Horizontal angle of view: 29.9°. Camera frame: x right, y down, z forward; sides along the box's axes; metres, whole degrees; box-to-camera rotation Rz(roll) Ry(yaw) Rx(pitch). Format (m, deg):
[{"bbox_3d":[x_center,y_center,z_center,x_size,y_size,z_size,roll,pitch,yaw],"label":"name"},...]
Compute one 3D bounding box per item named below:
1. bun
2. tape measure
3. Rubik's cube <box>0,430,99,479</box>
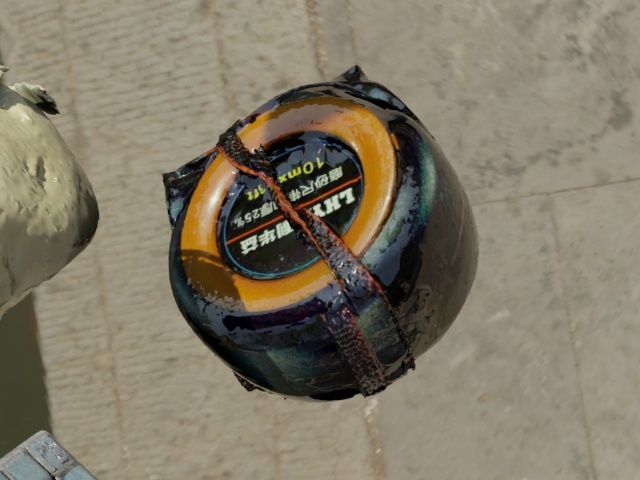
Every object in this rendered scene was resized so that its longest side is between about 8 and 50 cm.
[{"bbox_3d":[-0.224,0.002,0.576,0.239,0.239,0.141,-30,106,17],"label":"bun"},{"bbox_3d":[0.000,0.000,0.794,0.202,0.135,0.223,-27,47,13],"label":"tape measure"},{"bbox_3d":[-0.292,0.363,1.118,0.237,0.237,0.238,41,111,3],"label":"Rubik's cube"}]
